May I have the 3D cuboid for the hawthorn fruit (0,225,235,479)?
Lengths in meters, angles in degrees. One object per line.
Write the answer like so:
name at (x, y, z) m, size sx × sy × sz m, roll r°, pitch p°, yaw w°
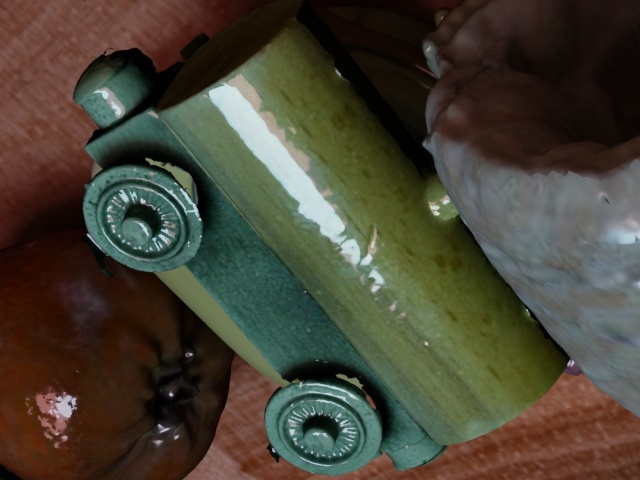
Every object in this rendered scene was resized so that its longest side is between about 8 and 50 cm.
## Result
hawthorn fruit at (-0.186, 0.079, 1.214) m, size 0.251 × 0.199 × 0.199 m, roll 7°, pitch 133°, yaw 35°

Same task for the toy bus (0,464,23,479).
toy bus at (-0.204, 0.231, 1.367) m, size 0.128 × 0.150 × 0.262 m, roll 16°, pitch 134°, yaw 12°

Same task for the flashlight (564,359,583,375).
flashlight at (0.133, 0.063, 1.158) m, size 0.110 × 0.052 × 0.031 m, roll 15°, pitch 98°, yaw 3°

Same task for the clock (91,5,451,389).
clock at (0.027, -0.039, 1.069) m, size 0.308 × 0.096 × 0.235 m, roll -28°, pitch 112°, yaw 39°

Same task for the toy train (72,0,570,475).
toy train at (0.003, -0.005, 0.975) m, size 0.189 × 0.126 × 0.307 m, roll -31°, pitch 111°, yaw 22°

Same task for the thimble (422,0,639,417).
thimble at (0.203, -0.053, 0.847) m, size 0.291 × 0.291 × 0.195 m, roll -15°, pitch 126°, yaw 33°
